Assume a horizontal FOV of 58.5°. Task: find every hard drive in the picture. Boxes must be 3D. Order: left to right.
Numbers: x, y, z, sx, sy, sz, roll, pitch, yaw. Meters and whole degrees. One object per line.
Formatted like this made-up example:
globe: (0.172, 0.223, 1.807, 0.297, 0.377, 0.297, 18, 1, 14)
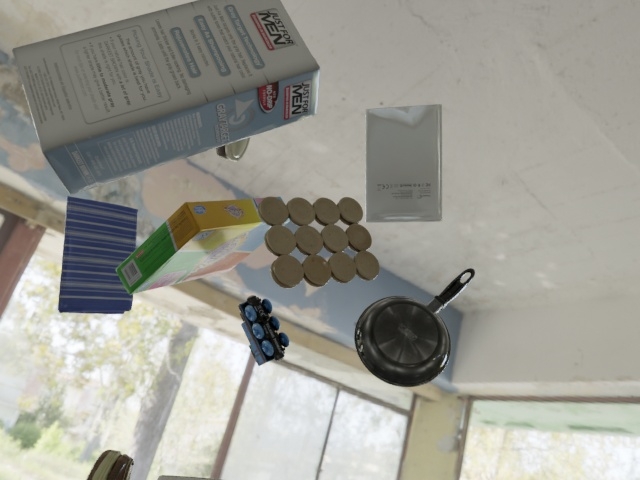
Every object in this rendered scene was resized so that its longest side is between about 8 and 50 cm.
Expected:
hard drive: (0.255, -0.232, 1.751, 0.233, 0.352, 0.047, 0, -3, 15)

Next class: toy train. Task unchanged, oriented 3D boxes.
toy train: (-0.153, 0.233, 1.478, 0.080, 0.184, 0.105, -21, -11, -39)

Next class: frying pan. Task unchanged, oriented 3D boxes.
frying pan: (0.227, 0.176, 1.164, 0.327, 0.197, 0.053, -18, -29, -14)

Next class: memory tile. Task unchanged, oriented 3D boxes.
memory tile: (0.000, 0.000, 0.666, 0.148, 0.113, 0.012, -2, -25, -35)

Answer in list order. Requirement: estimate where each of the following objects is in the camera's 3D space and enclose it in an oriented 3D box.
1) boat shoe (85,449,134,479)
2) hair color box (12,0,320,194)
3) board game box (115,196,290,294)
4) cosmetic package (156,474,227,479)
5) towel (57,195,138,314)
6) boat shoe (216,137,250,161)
boat shoe: (-0.226, 0.360, 0.601, 0.095, 0.257, 0.095, 13, -21, -7)
hair color box: (-0.209, -0.223, 0.815, 0.375, 0.185, 0.113, -21, -23, -13)
board game box: (-0.236, 0.003, 1.221, 0.242, 0.064, 0.317, -38, -13, 28)
cosmetic package: (-0.248, 0.609, 0.948, 0.155, 0.365, 0.196, -2, -57, 16)
towel: (-0.660, 0.052, 1.704, 0.040, 0.335, 0.243, -2, -7, 35)
boat shoe: (-0.244, -0.358, 1.523, 0.097, 0.324, 0.116, -1, -16, 17)
